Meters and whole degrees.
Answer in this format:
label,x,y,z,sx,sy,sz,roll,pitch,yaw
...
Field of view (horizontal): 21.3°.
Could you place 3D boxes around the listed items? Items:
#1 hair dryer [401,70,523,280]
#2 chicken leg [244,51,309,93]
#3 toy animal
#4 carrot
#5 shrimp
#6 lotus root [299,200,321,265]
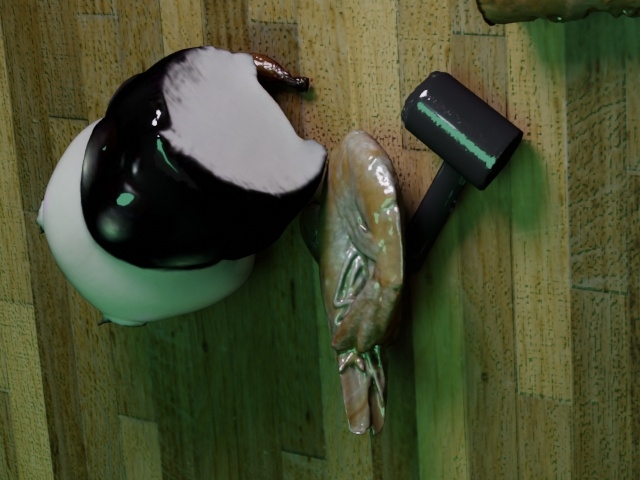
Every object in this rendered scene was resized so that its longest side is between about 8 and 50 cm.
label,x,y,z,sx,sy,sz,roll,pitch,yaw
hair dryer,0.110,-0.051,1.732,0.114,0.070,0.248,41,133,16
chicken leg,-0.078,-0.174,1.830,0.145,0.037,0.062,-11,105,37
toy animal,-0.170,-0.047,1.814,0.251,0.251,0.310,53,131,9
carrot,0.260,-0.245,1.530,0.263,0.102,0.101,2,106,34
shrimp,0.049,0.044,1.739,0.168,0.077,0.317,167,97,-71
lotus root,-0.001,0.000,1.839,0.037,0.030,0.083,-27,88,40
